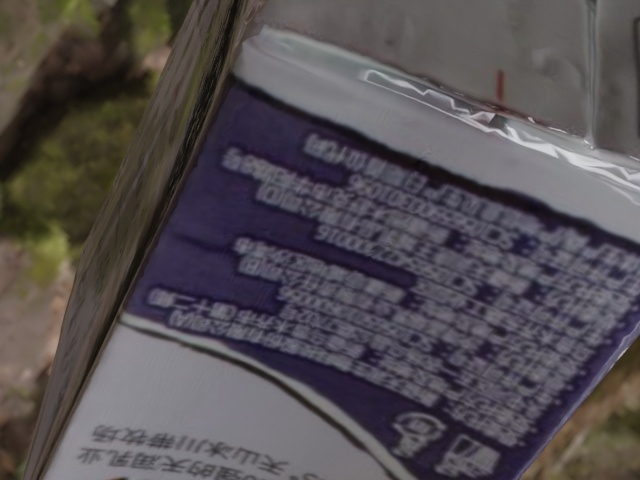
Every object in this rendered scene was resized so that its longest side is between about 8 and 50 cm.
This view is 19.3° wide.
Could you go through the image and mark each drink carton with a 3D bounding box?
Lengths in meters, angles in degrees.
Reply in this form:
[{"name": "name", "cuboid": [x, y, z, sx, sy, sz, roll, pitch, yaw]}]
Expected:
[{"name": "drink carton", "cuboid": [0.000, 0.001, 0.449, 0.134, 0.101, 0.222, -83, -163, -44]}]
